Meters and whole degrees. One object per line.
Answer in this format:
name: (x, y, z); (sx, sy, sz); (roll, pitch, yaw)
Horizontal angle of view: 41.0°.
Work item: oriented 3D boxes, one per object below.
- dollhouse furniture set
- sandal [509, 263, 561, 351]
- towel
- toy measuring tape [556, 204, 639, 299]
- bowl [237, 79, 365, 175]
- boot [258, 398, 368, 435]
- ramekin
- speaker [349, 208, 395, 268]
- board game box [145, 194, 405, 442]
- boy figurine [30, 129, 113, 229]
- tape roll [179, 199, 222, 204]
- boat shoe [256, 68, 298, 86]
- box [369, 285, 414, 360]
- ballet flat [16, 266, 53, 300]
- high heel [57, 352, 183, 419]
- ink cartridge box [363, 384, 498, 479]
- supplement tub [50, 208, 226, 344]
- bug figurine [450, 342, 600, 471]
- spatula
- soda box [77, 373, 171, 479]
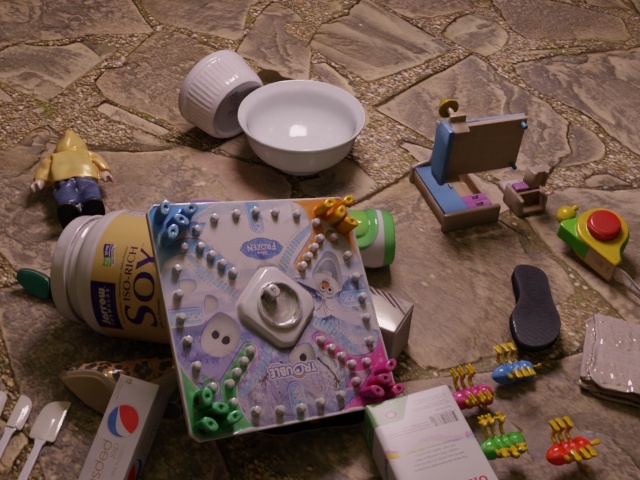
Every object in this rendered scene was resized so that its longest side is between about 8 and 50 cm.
dollhouse furniture set: (0.353, -0.211, 1.880); (0.286, 0.303, 0.198); (-11, 45, -15)
sandal: (0.420, 0.141, 1.691); (0.097, 0.055, 0.254); (16, 34, 4)
towel: (0.628, 0.236, 1.590); (0.282, 0.049, 0.187); (13, 44, 11)
toy measuring tape: (0.630, 0.030, 1.777); (0.121, 0.121, 0.330); (-29, 59, -30)
bowl: (-0.046, -0.247, 2.025); (0.297, 0.134, 0.298); (2, 42, -1)
boot: (-0.045, 0.249, 1.520); (0.244, 0.088, 0.176); (0, 41, -15)
ramekin: (-0.233, -0.346, 2.081); (0.207, 0.207, 0.109); (-31, 61, -32)
speaker: (0.000, 0.000, 1.763); (0.296, 0.131, 0.131); (-2, 42, -5)
board game box: (-0.067, 0.107, 1.426); (0.389, 0.050, 0.390); (-4, 71, -32)
boy figurine: (-0.561, -0.143, 1.920); (0.177, 0.092, 0.285); (-13, 44, -16)
tape roll: (-0.246, 0.004, 1.780); (0.188, 0.080, 0.189); (1, 41, -1)
boat shoe: (-0.110, -0.414, 2.279); (0.153, 0.048, 0.056); (22, 58, 30)
box: (0.032, 0.134, 1.629); (0.275, 0.113, 0.094); (22, 45, 18)
ballet flat: (-0.524, 0.094, 1.700); (0.168, 0.057, 0.052); (21, 18, 14)
high heel: (-0.320, 0.235, 1.539); (0.261, 0.093, 0.186); (10, 27, 17)
ink cartridge box: (0.178, 0.360, 1.400); (0.154, 0.093, 0.212); (-12, 43, -15)
supplement tub: (-0.296, 0.068, 1.572); (0.331, 0.241, 0.241); (5, 42, 17)
bug figurine: (0.340, 0.300, 1.481); (0.216, 0.072, 0.279); (-4, 37, -20)
spatula: (-0.541, 0.355, 1.430); (0.168, 0.019, 0.242); (12, 44, 2)
soda box: (-0.317, 0.329, 1.364); (0.073, 0.069, 0.216); (14, 69, 14)
